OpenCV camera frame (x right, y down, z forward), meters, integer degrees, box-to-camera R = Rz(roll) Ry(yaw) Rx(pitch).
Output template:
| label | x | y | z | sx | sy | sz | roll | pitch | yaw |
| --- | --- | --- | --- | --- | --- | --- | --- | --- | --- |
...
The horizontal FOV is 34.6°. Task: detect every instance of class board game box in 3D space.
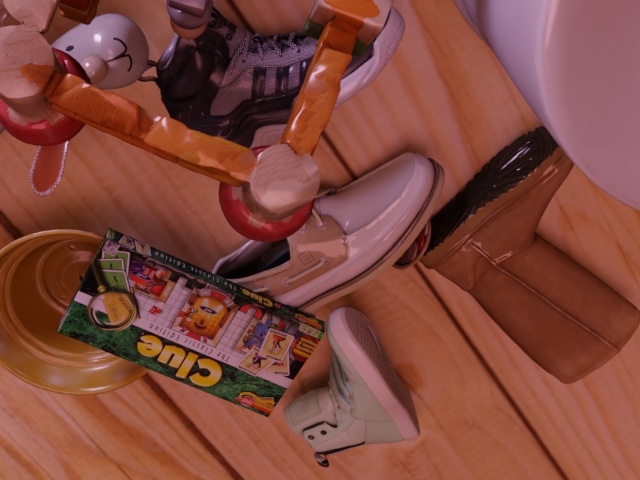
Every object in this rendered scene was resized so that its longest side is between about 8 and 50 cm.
| label | x | y | z | sx | sy | sz | roll | pitch | yaw |
| --- | --- | --- | --- | --- | --- | --- | --- | --- | --- |
| board game box | -0.140 | 0.095 | 1.122 | 0.260 | 0.030 | 0.136 | 24 | 118 | -16 |

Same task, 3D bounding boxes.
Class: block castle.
| label | x | y | z | sx | sy | sz | roll | pitch | yaw |
| --- | --- | --- | --- | --- | --- | --- | --- | --- | --- |
| block castle | -0.073 | -0.253 | 0.863 | 0.303 | 0.213 | 0.453 | 22 | 86 | -7 |

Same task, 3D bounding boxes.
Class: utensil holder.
| label | x | y | z | sx | sy | sz | roll | pitch | yaw |
| --- | --- | --- | --- | --- | --- | --- | --- | --- | --- |
| utensil holder | 0.285 | -0.234 | 0.862 | 0.328 | 0.385 | 0.327 | -1 | 118 | -2 |

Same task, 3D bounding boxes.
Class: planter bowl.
| label | x | y | z | sx | sy | sz | roll | pitch | yaw |
| --- | --- | --- | --- | --- | --- | --- | --- | --- | --- |
| planter bowl | -0.274 | 0.062 | 1.165 | 0.217 | 0.090 | 0.217 | -2 | 119 | -3 |

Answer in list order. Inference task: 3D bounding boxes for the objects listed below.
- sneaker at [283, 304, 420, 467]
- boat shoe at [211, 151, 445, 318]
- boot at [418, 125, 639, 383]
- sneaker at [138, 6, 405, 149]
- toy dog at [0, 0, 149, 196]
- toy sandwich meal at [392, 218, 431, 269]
| label | x | y | z | sx | sy | sz | roll | pitch | yaw |
| --- | --- | --- | --- | --- | --- | --- | --- | --- | --- |
| sneaker | 0.016 | 0.182 | 1.216 | 0.151 | 0.094 | 0.256 | -18 | 137 | 9 |
| boat shoe | 0.000 | 0.000 | 1.131 | 0.302 | 0.113 | 0.103 | -41 | 118 | 19 |
| boot | 0.273 | 0.020 | 1.175 | 0.269 | 0.089 | 0.236 | 37 | 121 | -20 |
| sneaker | -0.057 | -0.189 | 1.029 | 0.269 | 0.101 | 0.153 | -29 | 119 | 16 |
| toy dog | -0.344 | -0.128 | 0.999 | 0.334 | 0.161 | 0.220 | -37 | 111 | 26 |
| toy sandwich meal | 0.089 | -0.007 | 1.153 | 0.029 | 0.085 | 0.085 | 17 | 118 | -33 |
